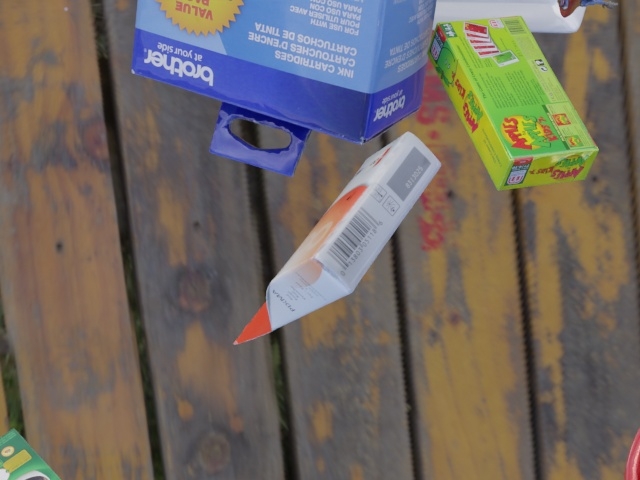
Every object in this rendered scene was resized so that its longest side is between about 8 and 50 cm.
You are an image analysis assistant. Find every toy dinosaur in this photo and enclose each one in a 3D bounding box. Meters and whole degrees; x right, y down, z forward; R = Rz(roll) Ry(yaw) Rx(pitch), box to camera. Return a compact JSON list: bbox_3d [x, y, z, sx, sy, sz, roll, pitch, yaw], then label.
[{"bbox_3d":[0.234,-0.232,1.398,0.090,0.082,0.047,-11,64,-40],"label":"toy dinosaur"}]

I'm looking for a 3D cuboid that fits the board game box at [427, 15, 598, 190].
[{"bbox_3d":[0.178,-0.132,1.432,0.092,0.181,0.043,-8,143,-20],"label":"board game box"}]

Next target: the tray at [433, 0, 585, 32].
[{"bbox_3d":[0.168,-0.291,1.705,0.270,0.145,0.030,4,142,22],"label":"tray"}]

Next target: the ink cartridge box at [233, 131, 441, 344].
[{"bbox_3d":[0.000,0.000,1.182,0.045,0.179,0.145,46,56,-14],"label":"ink cartridge box"}]

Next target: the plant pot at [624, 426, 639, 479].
[{"bbox_3d":[0.362,0.206,1.191,0.174,0.191,0.191,39,91,-35],"label":"plant pot"}]

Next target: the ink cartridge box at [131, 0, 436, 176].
[{"bbox_3d":[-0.026,-0.266,1.466,0.270,0.151,0.395,18,118,22],"label":"ink cartridge box"}]

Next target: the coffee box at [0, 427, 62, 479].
[{"bbox_3d":[-0.335,0.296,1.689,0.113,0.184,0.040,-36,134,-21],"label":"coffee box"}]
